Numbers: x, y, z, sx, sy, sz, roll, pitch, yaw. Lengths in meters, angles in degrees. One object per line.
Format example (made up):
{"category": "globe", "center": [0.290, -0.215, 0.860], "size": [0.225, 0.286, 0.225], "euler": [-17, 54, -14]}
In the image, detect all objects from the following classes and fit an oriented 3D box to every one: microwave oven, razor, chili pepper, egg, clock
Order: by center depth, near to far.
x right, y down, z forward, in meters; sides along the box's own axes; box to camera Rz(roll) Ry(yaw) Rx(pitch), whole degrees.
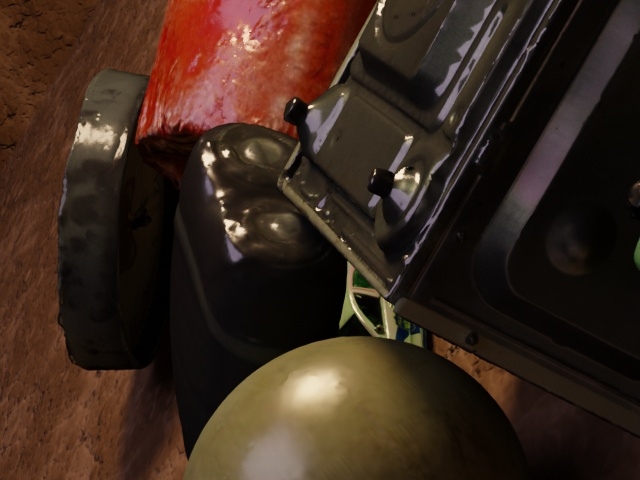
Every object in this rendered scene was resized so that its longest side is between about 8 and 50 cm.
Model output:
{"category": "microwave oven", "center": [0.169, -0.132, 1.127], "size": [0.394, 0.247, 0.333], "euler": [-61, 18, 7]}
{"category": "egg", "center": [0.013, 0.183, 1.166], "size": [0.295, 0.218, 0.218], "euler": [126, 162, -57]}
{"category": "razor", "center": [-0.051, 0.095, 1.375], "size": [0.204, 0.113, 0.349], "euler": [-110, 19, -51]}
{"category": "chili pepper", "center": [-0.066, -0.177, 1.807], "size": [0.251, 0.229, 0.305], "euler": [8, 67, 31]}
{"category": "clock", "center": [-0.208, -0.020, 1.962], "size": [0.325, 0.067, 0.325], "euler": [4, -90, -82]}

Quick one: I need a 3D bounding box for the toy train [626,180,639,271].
{"category": "toy train", "center": [0.268, -0.071, 0.933], "size": [0.296, 0.160, 0.100], "euler": [-60, 26, 11]}

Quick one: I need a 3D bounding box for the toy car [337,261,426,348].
{"category": "toy car", "center": [0.037, 0.080, 1.446], "size": [0.090, 0.076, 0.224], "euler": [-49, 24, 31]}
